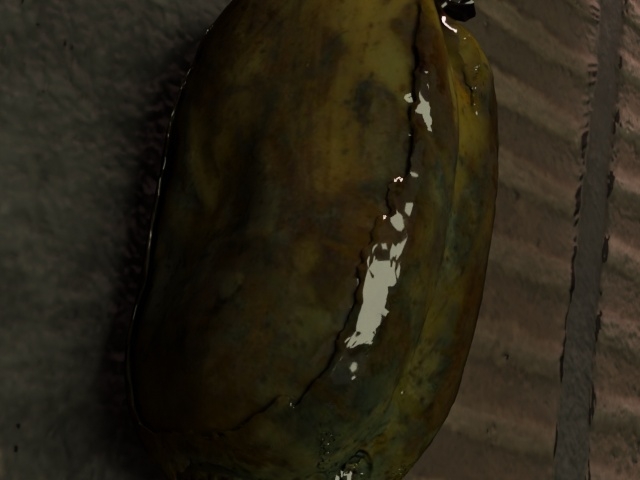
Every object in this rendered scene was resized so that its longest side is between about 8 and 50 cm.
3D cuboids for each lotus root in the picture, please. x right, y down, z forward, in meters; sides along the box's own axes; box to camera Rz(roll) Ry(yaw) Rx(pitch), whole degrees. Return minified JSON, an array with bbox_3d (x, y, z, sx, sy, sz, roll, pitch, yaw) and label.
[{"bbox_3d":[0.000,0.000,0.448,0.152,0.160,0.275,46,54,-56],"label":"lotus root"}]
